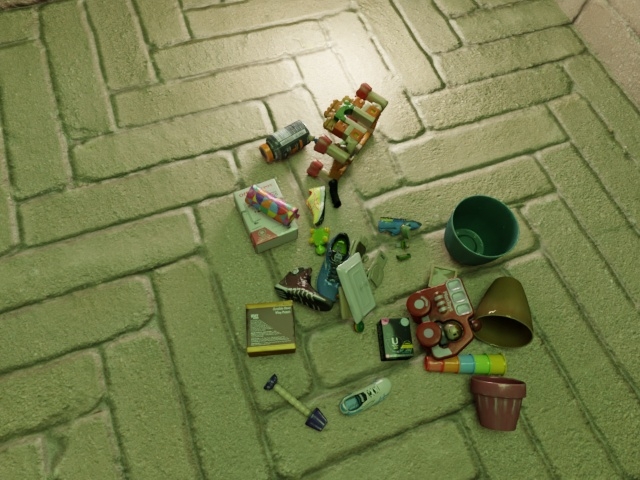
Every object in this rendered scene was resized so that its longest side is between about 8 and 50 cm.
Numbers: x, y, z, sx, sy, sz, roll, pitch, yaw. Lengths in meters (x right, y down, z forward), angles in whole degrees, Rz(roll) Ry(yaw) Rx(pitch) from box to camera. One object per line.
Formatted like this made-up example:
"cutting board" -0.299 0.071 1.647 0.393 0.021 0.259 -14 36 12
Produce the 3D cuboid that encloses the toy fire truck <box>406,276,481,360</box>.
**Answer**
"toy fire truck" 0.504 0.317 1.760 0.254 0.169 0.301 -20 60 11

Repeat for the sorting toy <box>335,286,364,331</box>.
"sorting toy" 0.114 0.250 1.819 0.132 0.046 0.274 3 79 -48

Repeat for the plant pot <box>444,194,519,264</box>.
"plant pot" 0.690 -0.020 1.936 0.294 0.235 0.292 1 67 -3

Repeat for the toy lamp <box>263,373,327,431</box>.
"toy lamp" -0.095 0.632 1.677 0.275 0.080 0.080 34 68 11

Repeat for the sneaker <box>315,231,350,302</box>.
"sneaker" 0.057 0.109 1.877 0.130 0.147 0.329 11 68 0

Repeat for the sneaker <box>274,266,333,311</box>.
"sneaker" -0.047 0.186 1.826 0.282 0.106 0.162 15 55 27

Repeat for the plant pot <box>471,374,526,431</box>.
"plant pot" 0.691 0.634 1.689 0.202 0.201 0.180 5 81 -3

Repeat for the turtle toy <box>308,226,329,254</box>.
"turtle toy" 0.000 0.000 1.961 0.095 0.066 0.130 -3 64 23

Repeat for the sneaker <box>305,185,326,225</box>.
"sneaker" -0.026 -0.160 2.030 0.094 0.081 0.208 2 60 4

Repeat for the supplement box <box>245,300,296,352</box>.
"supplement box" -0.201 0.358 1.757 0.192 0.129 0.193 -4 68 -6

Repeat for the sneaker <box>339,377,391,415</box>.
"sneaker" 0.183 0.614 1.703 0.238 0.086 0.085 -25 69 -16

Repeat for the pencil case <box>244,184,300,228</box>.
"pencil case" -0.208 -0.149 1.867 0.237 0.104 0.104 31 68 5

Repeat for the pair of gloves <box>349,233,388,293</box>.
"pair of gloves" 0.196 0.101 1.881 0.240 0.042 0.204 38 58 -36

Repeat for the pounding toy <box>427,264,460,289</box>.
"pounding toy" 0.554 0.174 1.928 0.130 0.100 0.141 11 64 15

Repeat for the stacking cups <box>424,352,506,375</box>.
"stacking cups" 0.591 0.501 1.780 0.317 0.096 0.095 4 67 -3

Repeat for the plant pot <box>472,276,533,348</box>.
"plant pot" 0.778 0.284 1.835 0.238 0.237 0.254 22 53 5

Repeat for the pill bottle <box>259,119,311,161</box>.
"pill bottle" -0.176 -0.479 2.120 0.246 0.130 0.130 -33 73 -17

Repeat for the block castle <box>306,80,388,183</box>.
"block castle" 0.108 -0.515 2.069 0.213 0.303 0.453 34 68 3

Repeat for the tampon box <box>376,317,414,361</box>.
"tampon box" 0.307 0.409 1.792 0.121 0.101 0.160 -2 67 -6

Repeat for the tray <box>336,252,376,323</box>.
"tray" 0.160 0.198 1.787 0.145 0.030 0.270 -34 113 -37

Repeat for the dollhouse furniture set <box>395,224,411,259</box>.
"dollhouse furniture set" 0.372 0.007 1.968 0.059 0.076 0.151 -9 103 -12

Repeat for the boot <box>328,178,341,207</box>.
"boot" 0.069 -0.217 2.036 0.045 0.121 0.099 -12 62 -7

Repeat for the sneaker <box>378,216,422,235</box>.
"sneaker" 0.370 -0.062 2.030 0.210 0.069 0.082 3 99 -12

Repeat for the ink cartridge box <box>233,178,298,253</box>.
"ink cartridge box" -0.249 -0.112 1.962 0.208 0.117 0.282 -22 71 -13
